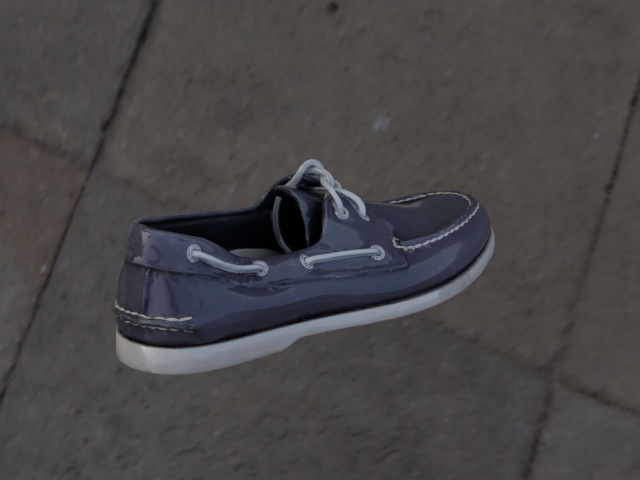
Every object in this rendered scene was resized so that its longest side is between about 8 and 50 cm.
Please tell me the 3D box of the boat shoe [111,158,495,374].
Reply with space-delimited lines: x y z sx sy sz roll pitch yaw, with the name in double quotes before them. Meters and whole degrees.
"boat shoe" 0.000 0.000 0.735 0.206 0.075 0.065 -18 113 -37
